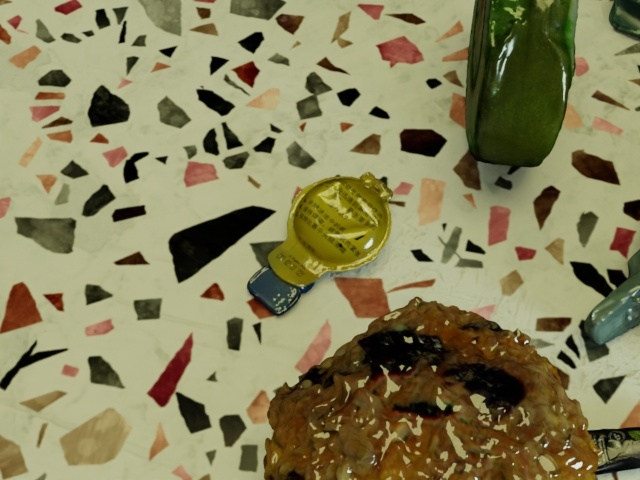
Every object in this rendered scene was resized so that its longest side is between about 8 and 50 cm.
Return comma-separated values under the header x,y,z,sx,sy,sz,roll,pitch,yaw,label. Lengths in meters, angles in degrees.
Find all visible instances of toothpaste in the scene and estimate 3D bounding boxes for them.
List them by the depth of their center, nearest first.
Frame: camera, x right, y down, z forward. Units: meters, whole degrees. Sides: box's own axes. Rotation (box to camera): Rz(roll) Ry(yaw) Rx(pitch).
x,y,z,sx,sy,sz,roll,pitch,yaw,label
0.390,0.274,1.476,0.193,0.045,0.071,-5,59,3,toothpaste

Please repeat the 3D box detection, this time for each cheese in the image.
x,y,z,sx,sy,sz,roll,pitch,yaw,label
0.000,0.000,1.619,0.250,0.064,0.156,-44,67,-13,cheese

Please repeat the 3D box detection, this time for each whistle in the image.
x,y,z,sx,sy,sz,roll,pitch,yaw,label
0.506,0.027,1.562,0.348,0.189,0.189,-44,68,-10,whistle

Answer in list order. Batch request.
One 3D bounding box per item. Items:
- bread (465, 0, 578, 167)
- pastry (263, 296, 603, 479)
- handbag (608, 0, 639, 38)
x,y,z,sx,sy,sz,roll,pitch,yaw,label
0.288,-0.292,1.625,0.129,0.366,0.382,5,37,3,bread
0.124,0.239,1.345,0.405,0.292,0.337,-7,38,8,pastry
0.633,-0.432,1.868,0.269,0.100,0.274,24,62,14,handbag
